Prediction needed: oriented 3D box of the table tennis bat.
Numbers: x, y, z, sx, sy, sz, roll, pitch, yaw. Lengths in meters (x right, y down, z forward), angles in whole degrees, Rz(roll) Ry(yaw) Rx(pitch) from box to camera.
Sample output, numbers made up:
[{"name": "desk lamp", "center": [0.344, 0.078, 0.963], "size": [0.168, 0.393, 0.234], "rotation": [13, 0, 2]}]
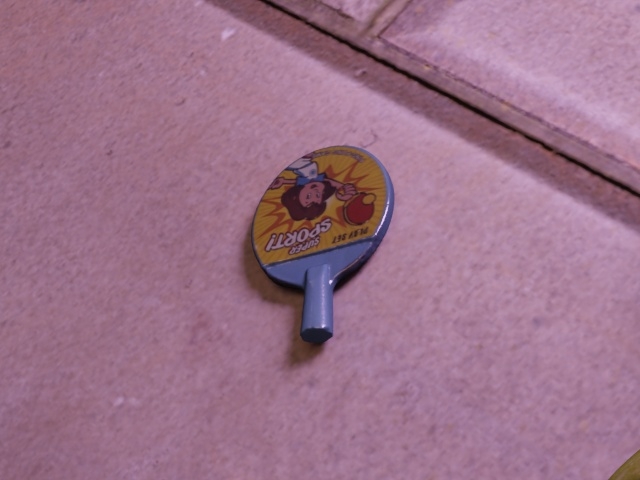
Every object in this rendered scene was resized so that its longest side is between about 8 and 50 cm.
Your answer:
[{"name": "table tennis bat", "center": [0.000, 0.000, 1.190], "size": [0.100, 0.019, 0.155], "rotation": [-13, 48, 20]}]

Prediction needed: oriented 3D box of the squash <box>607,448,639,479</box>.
[{"name": "squash", "center": [0.247, 0.096, 0.900], "size": [0.341, 0.094, 0.094], "rotation": [-27, 45, -9]}]
